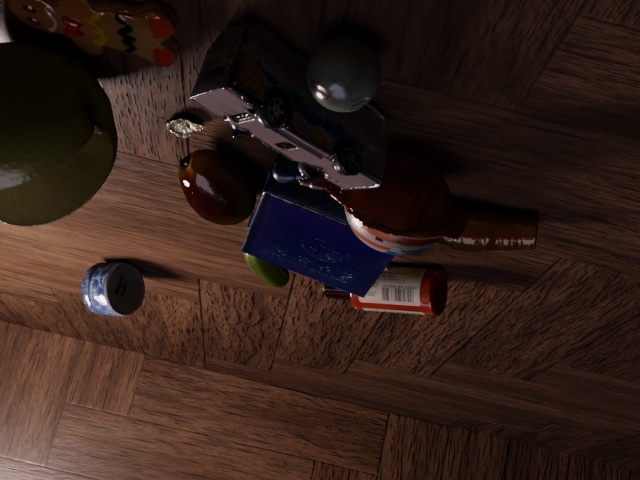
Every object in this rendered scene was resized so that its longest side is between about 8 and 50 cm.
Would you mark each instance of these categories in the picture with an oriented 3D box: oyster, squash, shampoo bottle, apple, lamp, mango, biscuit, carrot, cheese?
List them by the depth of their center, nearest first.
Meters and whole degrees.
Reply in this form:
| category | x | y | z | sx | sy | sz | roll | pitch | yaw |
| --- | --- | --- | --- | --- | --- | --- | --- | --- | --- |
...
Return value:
| category | x | y | z | sx | sy | sz | roll | pitch | yaw |
| --- | --- | --- | --- | --- | --- | --- | --- | --- | --- |
| lamp | 0.031 | -0.224 | 1.240 | 0.105 | 0.105 | 0.105 | 11 | 160 | 4 |
| biscuit | -0.329 | -0.311 | 1.332 | 0.250 | 0.036 | 0.165 | 13 | 159 | 0 |
| apple | -0.461 | -0.166 | 1.449 | 0.254 | 0.292 | 0.292 | -16 | 153 | 10 |
| cheese | 0.085 | -0.080 | 1.520 | 0.329 | 0.217 | 0.129 | 22 | 123 | 10 |
| oyster | -0.240 | -0.200 | 1.598 | 0.054 | 0.019 | 0.083 | 27 | 154 | -37 |
| carrot | 0.295 | -0.018 | 1.665 | 0.193 | 0.087 | 0.087 | 9 | 160 | 5 |
| mango | -0.184 | -0.090 | 1.730 | 0.133 | 0.111 | 0.267 | -3 | 162 | 9 |
| shampoo bottle | 0.138 | 0.108 | 2.065 | 0.278 | 0.104 | 0.104 | 2 | 157 | 27 |
| squash | -0.131 | 0.052 | 2.139 | 0.066 | 0.066 | 0.252 | 5 | 158 | 20 |

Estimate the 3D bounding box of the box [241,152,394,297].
| category | x | y | z | sx | sy | sz | roll | pitch | yaw |
| --- | --- | --- | --- | --- | --- | --- | --- | --- | --- |
| box | 0.006 | -0.024 | 1.708 | 0.261 | 0.116 | 0.279 | 20 | 155 | -4 |

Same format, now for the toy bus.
| category | x | y | z | sx | sy | sz | roll | pitch | yaw |
| --- | --- | --- | --- | --- | --- | --- | --- | --- | --- |
| toy bus | -0.030 | -0.186 | 1.345 | 0.317 | 0.138 | 0.112 | 28 | 160 | -39 |

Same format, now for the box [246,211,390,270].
| category | x | y | z | sx | sy | sz | roll | pitch | yaw |
| --- | --- | --- | --- | --- | --- | --- | --- | --- | --- |
| box | 0.000 | 0.000 | 1.949 | 0.270 | 0.045 | 0.211 | 5 | 158 | 23 |

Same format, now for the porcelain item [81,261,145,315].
| category | x | y | z | sx | sy | sz | roll | pitch | yaw |
| --- | --- | --- | --- | --- | --- | --- | --- | --- | --- |
| porcelain item | -0.564 | 0.132 | 2.500 | 0.114 | 0.147 | 0.147 | -2 | 155 | 35 |
